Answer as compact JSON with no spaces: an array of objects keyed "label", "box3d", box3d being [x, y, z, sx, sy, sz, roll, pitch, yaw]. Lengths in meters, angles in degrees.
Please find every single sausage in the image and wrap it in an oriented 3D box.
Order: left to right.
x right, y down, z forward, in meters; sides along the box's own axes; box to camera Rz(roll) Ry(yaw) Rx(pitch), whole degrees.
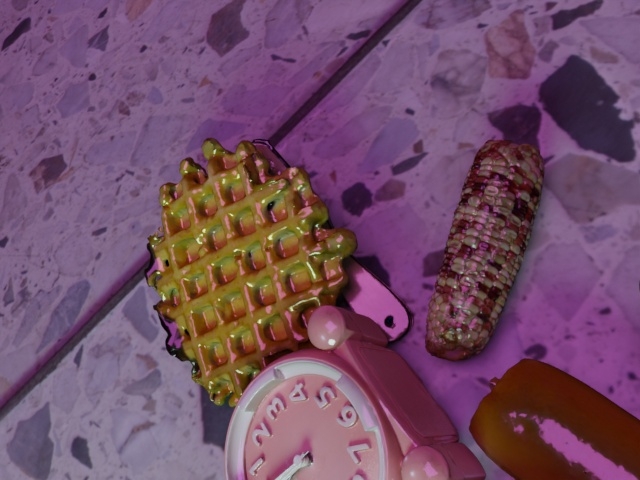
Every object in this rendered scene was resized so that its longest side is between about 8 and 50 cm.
[{"label":"sausage","box3d":[0.282,0.224,0.548,0.328,0.112,0.112,34,86,31]}]

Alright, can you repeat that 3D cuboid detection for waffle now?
[{"label":"waffle","box3d":[-0.109,0.035,0.801,0.312,0.060,0.307,40,105,26]}]

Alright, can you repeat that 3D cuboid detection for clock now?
[{"label":"clock","box3d":[0.012,0.226,0.667,0.241,0.142,0.227,-46,56,13]}]

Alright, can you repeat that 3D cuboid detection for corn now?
[{"label":"corn","box3d":[0.178,0.010,0.701,0.086,0.086,0.253,14,75,30]}]

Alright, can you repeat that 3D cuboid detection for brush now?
[{"label":"brush","box3d":[0.000,0.000,0.815,0.070,0.065,0.327,-40,66,-1]}]
